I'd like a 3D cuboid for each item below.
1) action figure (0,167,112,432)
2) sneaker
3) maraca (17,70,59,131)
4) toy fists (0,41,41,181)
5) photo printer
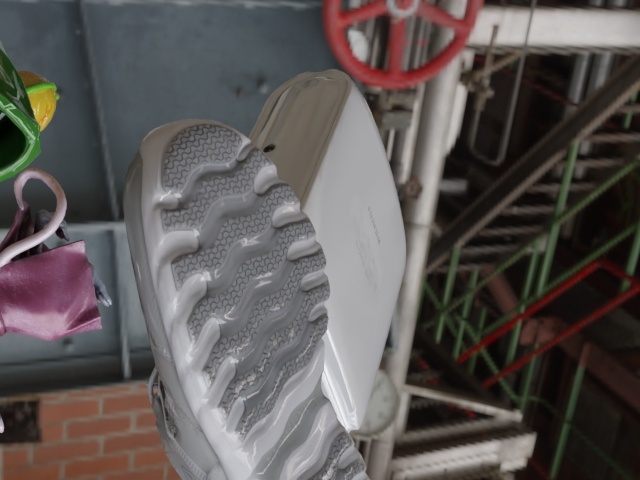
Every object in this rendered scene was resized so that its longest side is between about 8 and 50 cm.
[{"bbox_3d":[-0.509,0.108,1.657,0.370,0.276,0.248,-29,-131,-29],"label":"action figure"},{"bbox_3d":[-0.060,0.070,0.575,0.115,0.281,0.105,10,-147,37],"label":"sneaker"},{"bbox_3d":[-0.456,-0.203,1.658,0.127,0.099,0.185,-27,-178,-3],"label":"maraca"},{"bbox_3d":[-0.290,-0.134,0.644,0.279,0.096,0.142,32,-157,-48],"label":"toy fists"},{"bbox_3d":[0.000,0.000,1.060,0.107,0.256,0.307,-4,-143,21],"label":"photo printer"}]
